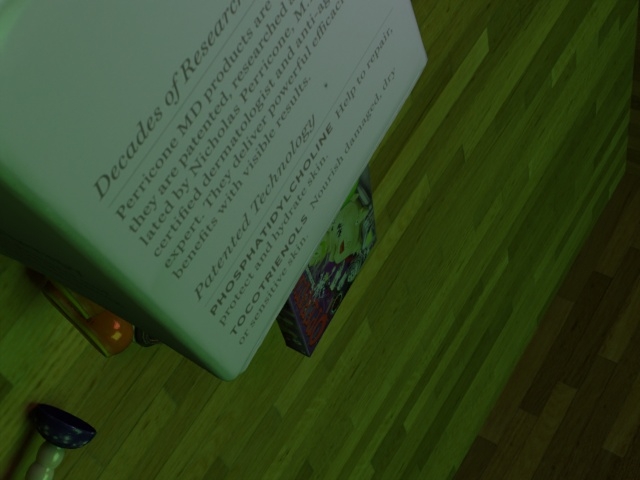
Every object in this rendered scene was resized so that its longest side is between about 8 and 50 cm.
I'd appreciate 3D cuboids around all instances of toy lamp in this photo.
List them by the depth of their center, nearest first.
[{"bbox_3d":[-0.333,0.316,1.069,0.275,0.080,0.080,-64,154,-5],"label":"toy lamp"}]

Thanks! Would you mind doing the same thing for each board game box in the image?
[{"bbox_3d":[0.000,0.000,1.277,0.208,0.056,0.347,-55,161,-18],"label":"board game box"}]

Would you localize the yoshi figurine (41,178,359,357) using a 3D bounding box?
[{"bbox_3d":[-0.097,-0.035,0.991,0.362,0.203,0.203,-44,120,-20],"label":"yoshi figurine"}]

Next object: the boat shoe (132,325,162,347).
[{"bbox_3d":[-0.127,0.066,1.231,0.257,0.095,0.095,-33,138,-49],"label":"boat shoe"}]

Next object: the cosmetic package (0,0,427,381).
[{"bbox_3d":[-0.167,-0.161,0.704,0.327,0.329,0.394,-58,152,-15],"label":"cosmetic package"}]
